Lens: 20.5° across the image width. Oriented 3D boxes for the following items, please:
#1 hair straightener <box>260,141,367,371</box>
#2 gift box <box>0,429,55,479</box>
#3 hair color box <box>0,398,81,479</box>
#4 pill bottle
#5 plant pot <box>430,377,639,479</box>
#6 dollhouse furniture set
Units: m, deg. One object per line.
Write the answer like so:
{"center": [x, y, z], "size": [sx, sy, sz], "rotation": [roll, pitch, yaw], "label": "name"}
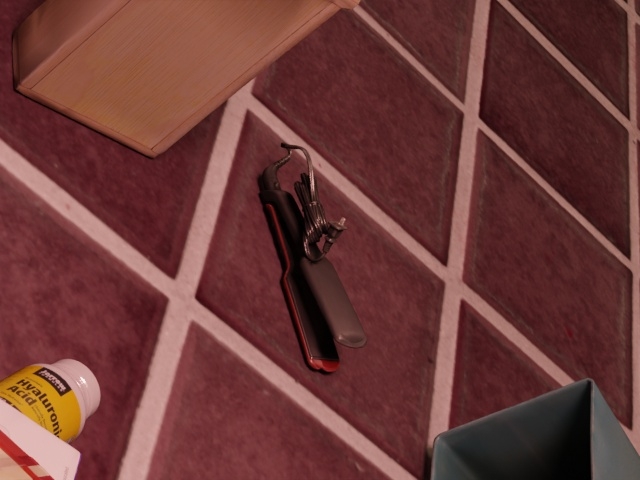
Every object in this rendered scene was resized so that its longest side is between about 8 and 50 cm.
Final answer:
{"center": [0.000, 0.000, 1.608], "size": [0.047, 0.089, 0.230], "rotation": [14, 50, -39], "label": "hair straightener"}
{"center": [-0.219, 0.239, 0.835], "size": [0.276, 0.258, 0.255], "rotation": [2, 21, -37], "label": "gift box"}
{"center": [-0.316, 0.127, 1.040], "size": [0.339, 0.110, 0.185], "rotation": [40, 35, -25], "label": "hair color box"}
{"center": [-0.205, 0.124, 1.235], "size": [0.065, 0.065, 0.116], "rotation": [55, 30, 1], "label": "pill bottle"}
{"center": [0.226, 0.281, 1.587], "size": [0.234, 0.165, 0.165], "rotation": [52, 29, -29], "label": "plant pot"}
{"center": [-0.139, -0.317, 1.562], "size": [0.362, 0.256, 0.394], "rotation": [27, 41, -38], "label": "dollhouse furniture set"}
